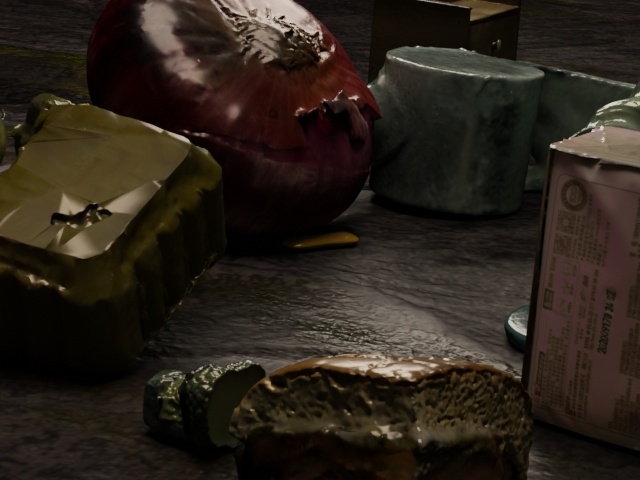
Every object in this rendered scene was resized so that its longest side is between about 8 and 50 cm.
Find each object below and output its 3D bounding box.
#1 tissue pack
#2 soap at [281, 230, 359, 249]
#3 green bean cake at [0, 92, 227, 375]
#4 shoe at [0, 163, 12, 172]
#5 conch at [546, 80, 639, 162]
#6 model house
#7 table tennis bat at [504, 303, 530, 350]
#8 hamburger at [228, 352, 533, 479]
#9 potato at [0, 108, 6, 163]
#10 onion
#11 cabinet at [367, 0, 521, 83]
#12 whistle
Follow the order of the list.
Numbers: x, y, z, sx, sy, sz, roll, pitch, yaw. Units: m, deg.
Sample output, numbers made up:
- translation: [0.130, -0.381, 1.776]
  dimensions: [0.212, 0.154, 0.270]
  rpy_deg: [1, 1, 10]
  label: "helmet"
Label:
- translation: [0.264, 0.042, 1.291]
  dimensions: [0.185, 0.225, 0.124]
  rpy_deg: [16, 20, 37]
  label: "tissue pack"
- translation: [0.000, 0.000, 1.768]
  dimensions: [0.089, 0.012, 0.034]
  rpy_deg: [-6, 18, -31]
  label: "soap"
- translation: [-0.222, -0.014, 1.431]
  dimensions: [0.233, 0.124, 0.236]
  rpy_deg: [16, 43, 19]
  label: "green bean cake"
- translation: [-0.246, -0.004, 1.590]
  dimensions: [0.245, 0.095, 0.137]
  rpy_deg: [14, 17, 16]
  label: "shoe"
- translation: [0.428, -0.083, 1.804]
  dimensions: [0.319, 0.215, 0.303]
  rpy_deg: [-34, 19, -10]
  label: "conch"
- translation: [-0.095, 0.116, 1.249]
  dimensions: [0.083, 0.066, 0.079]
  rpy_deg: [11, 16, 31]
  label: "model house"
- translation: [0.265, 0.076, 1.524]
  dimensions: [0.201, 0.033, 0.124]
  rpy_deg: [-6, 20, -21]
  label: "table tennis bat"
- translation: [0.055, 0.125, 1.130]
  dimensions: [0.155, 0.135, 0.207]
  rpy_deg: [17, 19, 36]
  label: "hamburger"
- translation: [-0.439, -0.125, 1.882]
  dimensions: [0.169, 0.143, 0.248]
  rpy_deg: [-12, 20, -13]
  label: "potato"
- translation: [-0.113, -0.132, 1.838]
  dimensions: [0.347, 0.285, 0.348]
  rpy_deg: [22, 42, -21]
  label: "onion"
- translation: [0.166, -0.223, 2.210]
  dimensions: [0.148, 0.215, 0.175]
  rpy_deg: [12, 18, 27]
  label: "cabinet"
- translation: [0.219, -0.132, 2.005]
  dimensions: [0.404, 0.168, 0.188]
  rpy_deg: [-1, 17, -32]
  label: "whistle"
